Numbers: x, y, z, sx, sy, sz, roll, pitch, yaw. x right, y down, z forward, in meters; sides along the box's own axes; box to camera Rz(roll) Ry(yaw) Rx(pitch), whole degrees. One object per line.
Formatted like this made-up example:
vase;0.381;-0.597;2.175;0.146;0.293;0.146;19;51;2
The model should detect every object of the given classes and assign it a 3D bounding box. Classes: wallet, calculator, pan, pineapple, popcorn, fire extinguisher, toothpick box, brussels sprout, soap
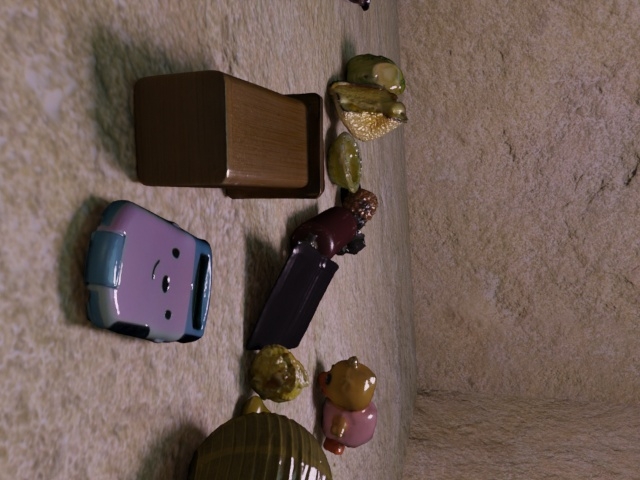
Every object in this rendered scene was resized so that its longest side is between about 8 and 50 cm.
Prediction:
wallet;-0.051;0.132;1.297;0.247;0.041;0.323;-65;162;-2
calculator;-0.225;0.055;0.804;0.293;0.051;0.173;42;49;-69
pan;0.106;-0.197;1.945;0.128;0.048;0.202;5;85;-73
pineapple;0.102;-0.053;1.802;0.119;0.111;0.237;-44;-161;57
popcorn;-0.089;0.272;1.169;0.106;0.116;0.121;-37;128;-17
fire extinguisher;0.000;0.000;1.478;0.135;0.114;0.337;-65;170;17
toothpick box;-0.132;-0.157;0.909;0.308;0.190;0.188;-12;103;-70
brussels sprout;0.185;-0.538;1.946;0.223;0.223;0.161;-42;148;-69
soap;-0.126;0.367;1.154;0.140;0.045;0.089;71;28;-50

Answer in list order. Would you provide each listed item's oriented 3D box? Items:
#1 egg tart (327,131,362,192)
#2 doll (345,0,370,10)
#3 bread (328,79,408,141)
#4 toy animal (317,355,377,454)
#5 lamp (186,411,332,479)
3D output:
egg tart;0.071;-0.242;1.775;0.197;0.078;0.197;-3;90;-73
doll;0.119;-0.872;1.865;0.182;0.117;0.257;30;61;-70
bread;0.133;-0.389;1.797;0.174;0.251;0.133;65;-35;36
toy animal;0.078;0.455;1.639;0.195;0.169;0.281;-54;142;-68
lamp;-0.075;0.402;0.922;0.250;0.284;0.250;-166;-90;-75
